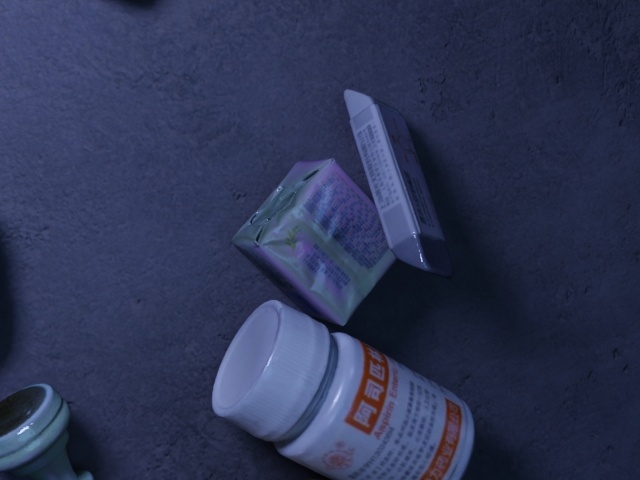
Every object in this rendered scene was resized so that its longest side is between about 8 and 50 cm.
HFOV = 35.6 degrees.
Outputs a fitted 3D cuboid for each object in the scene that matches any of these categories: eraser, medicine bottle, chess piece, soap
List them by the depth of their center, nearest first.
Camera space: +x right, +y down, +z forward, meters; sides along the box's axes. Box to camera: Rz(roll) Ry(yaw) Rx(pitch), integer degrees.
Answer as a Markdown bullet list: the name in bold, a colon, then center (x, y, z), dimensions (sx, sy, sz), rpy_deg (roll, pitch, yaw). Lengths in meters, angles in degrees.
- **chess piece**: center (-0.368, 0.345, 1.424), dimensions (0.139, 0.139, 0.272), rpy_deg (-36, 116, -18)
- **medicine bottle**: center (0.037, 0.258, 1.527), dimensions (0.371, 0.211, 0.211), rpy_deg (31, 80, -20)
- **eraser**: center (0.119, -0.093, 1.537), dimensions (0.089, 0.061, 0.352), rpy_deg (17, 50, -48)
- **soap**: center (0.000, 0.000, 1.545), dimensions (0.199, 0.138, 0.182), rpy_deg (45, 75, -17)
